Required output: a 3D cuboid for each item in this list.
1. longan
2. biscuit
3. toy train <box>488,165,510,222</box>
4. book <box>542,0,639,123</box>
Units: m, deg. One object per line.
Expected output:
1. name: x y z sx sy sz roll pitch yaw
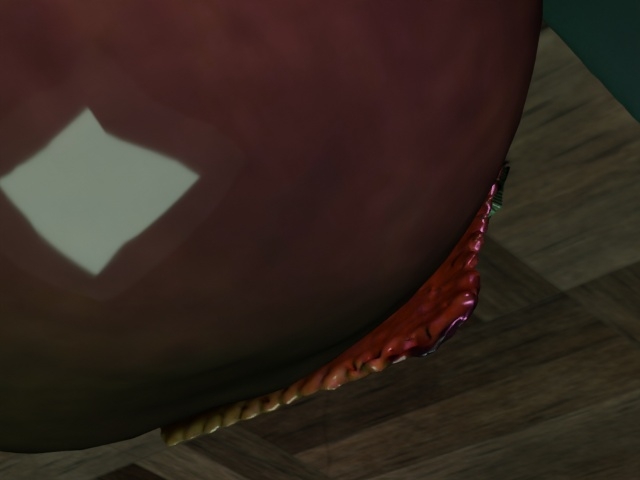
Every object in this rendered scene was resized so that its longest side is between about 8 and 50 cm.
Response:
1. longan: -0.084 -0.082 0.549 0.360 0.361 0.361 6 144 4
2. biscuit: 0.000 0.000 0.711 0.236 0.232 0.013 -25 122 37
3. toy train: 0.065 -0.028 0.825 0.056 0.038 0.093 37 136 -25
4. book: 0.212 -0.111 0.530 0.379 0.031 0.264 46 138 0
